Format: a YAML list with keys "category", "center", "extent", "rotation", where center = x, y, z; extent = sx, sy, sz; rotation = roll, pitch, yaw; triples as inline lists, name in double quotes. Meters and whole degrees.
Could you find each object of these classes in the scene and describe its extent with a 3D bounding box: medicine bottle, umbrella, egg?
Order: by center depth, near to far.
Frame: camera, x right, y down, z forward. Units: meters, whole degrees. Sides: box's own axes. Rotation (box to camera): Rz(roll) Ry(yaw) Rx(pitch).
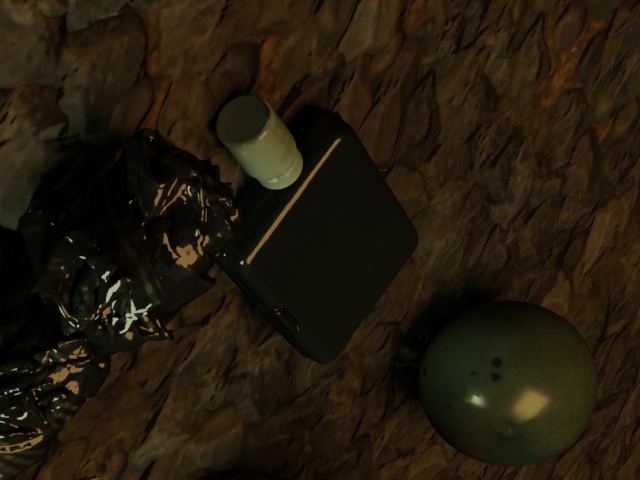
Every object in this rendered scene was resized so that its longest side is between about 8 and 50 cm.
- category: "umbrella"
  center: [-0.194, 0.066, 1.237]
  extent: [0.128, 0.154, 0.336]
  rotation: [39, 103, -22]
- category: "medicine bottle"
  center: [-0.046, -0.075, 1.384]
  extent: [0.047, 0.047, 0.083]
  rotation: [-54, 151, -9]
- category: "egg"
  center: [0.193, 0.145, 1.816]
  extent: [0.236, 0.169, 0.169]
  rotation: [10, 108, -57]

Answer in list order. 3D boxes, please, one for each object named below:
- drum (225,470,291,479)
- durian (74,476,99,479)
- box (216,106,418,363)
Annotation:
- category: "drum"
  center: [-0.035, 0.433, 1.608]
  extent: [0.431, 0.214, 0.431]
  rotation: [-46, 146, -45]
- category: "durian"
  center: [-0.236, 0.272, 1.277]
  extent: [0.250, 0.138, 0.183]
  rotation: [-39, 167, -20]
- category: "box"
  center: [0.000, 0.000, 1.517]
  extent: [0.160, 0.050, 0.230]
  rotation: [-53, 150, -10]
